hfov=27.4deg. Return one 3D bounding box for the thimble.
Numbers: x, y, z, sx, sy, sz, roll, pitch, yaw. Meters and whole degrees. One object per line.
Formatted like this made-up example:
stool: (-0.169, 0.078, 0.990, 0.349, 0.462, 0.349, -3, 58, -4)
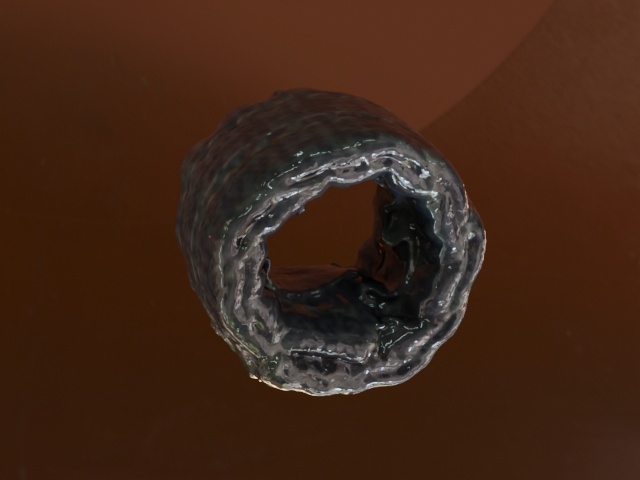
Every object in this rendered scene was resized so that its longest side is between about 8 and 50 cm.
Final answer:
thimble: (0.002, -0.001, 0.671, 0.150, 0.098, 0.150, -10, 116, -20)
